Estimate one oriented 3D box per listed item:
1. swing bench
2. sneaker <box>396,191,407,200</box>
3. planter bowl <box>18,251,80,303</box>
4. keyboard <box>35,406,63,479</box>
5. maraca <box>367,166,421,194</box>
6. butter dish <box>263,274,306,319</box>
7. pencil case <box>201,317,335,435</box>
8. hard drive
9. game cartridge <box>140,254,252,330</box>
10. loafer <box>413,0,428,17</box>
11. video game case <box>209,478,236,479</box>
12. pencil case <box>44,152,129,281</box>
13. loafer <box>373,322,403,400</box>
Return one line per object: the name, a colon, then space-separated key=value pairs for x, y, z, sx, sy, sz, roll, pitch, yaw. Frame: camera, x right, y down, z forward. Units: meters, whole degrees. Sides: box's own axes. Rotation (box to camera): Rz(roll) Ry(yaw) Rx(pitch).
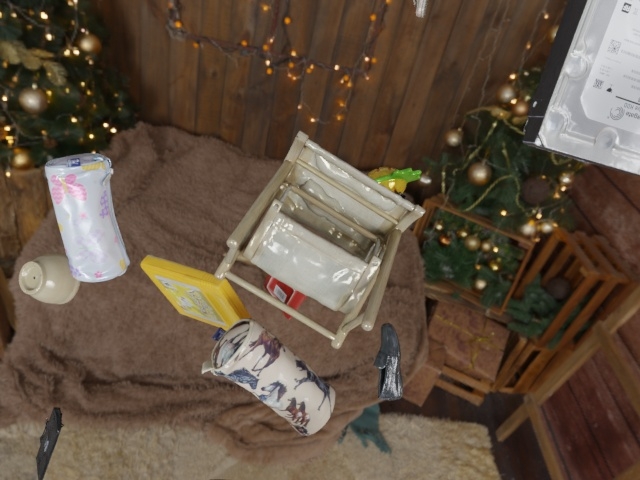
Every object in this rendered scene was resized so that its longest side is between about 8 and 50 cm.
swing bench: x=0.000 y=0.000 z=0.812 sx=0.253 sy=0.165 sz=0.255 roll=32 pitch=61 yaw=-5
sneaker: x=0.160 y=-0.082 z=1.220 sx=0.152 sy=0.085 sz=0.058 roll=-15 pitch=48 yaw=-33
planter bowl: x=-0.827 y=0.112 z=1.439 sx=0.162 sy=0.162 sz=0.109 roll=31 pitch=6 yaw=21
keyboard: x=-0.616 y=0.461 z=1.104 sx=0.038 sy=0.192 sz=0.100 roll=10 pitch=30 yaw=-40
maraca: x=0.183 y=-0.153 z=1.289 sx=0.127 sy=0.185 sz=0.099 roll=-1 pitch=74 yaw=-45
butter dish: x=-0.085 y=0.141 z=1.528 sx=0.118 sy=0.160 sz=0.160 roll=-15 pitch=56 yaw=-45
pencil case: x=-0.126 y=0.388 z=1.328 sx=0.410 sy=0.183 sz=0.160 roll=47 pitch=15 yaw=-28
hard drive: x=0.493 y=-0.293 z=0.773 sx=0.236 sy=0.339 sz=0.064 roll=14 pitch=14 yaw=-10
game cartridge: x=-0.370 y=0.180 z=1.481 sx=0.323 sy=0.285 sz=0.053 roll=14 pitch=55 yaw=30
loafer: x=0.216 y=-0.538 z=1.029 sx=0.039 sy=0.125 sz=0.045 roll=11 pitch=-10 yaw=13
video game case: x=-0.173 y=0.661 z=1.103 sx=0.041 sy=0.210 sz=0.232 roll=-32 pitch=87 yaw=-38
pencil case: x=-0.491 y=-0.049 z=1.017 sx=0.124 sy=0.273 sz=0.113 roll=-12 pitch=25 yaw=-26
loafer: x=0.193 y=0.356 z=1.399 sx=0.078 sy=0.224 sz=0.076 roll=-3 pitch=-4 yaw=-10
